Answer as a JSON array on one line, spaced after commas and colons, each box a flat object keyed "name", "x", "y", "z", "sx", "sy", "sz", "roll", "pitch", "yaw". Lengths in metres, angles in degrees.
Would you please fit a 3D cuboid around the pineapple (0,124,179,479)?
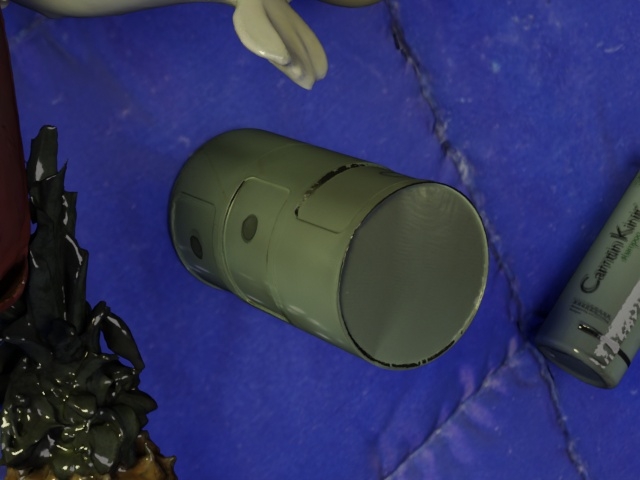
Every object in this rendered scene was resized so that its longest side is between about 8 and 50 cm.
[{"name": "pineapple", "x": -0.170, "y": 0.108, "z": 0.908, "sx": 0.165, "sy": 0.165, "sz": 0.364, "roll": -19, "pitch": 109, "yaw": -31}]

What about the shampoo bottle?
[{"name": "shampoo bottle", "x": 0.294, "y": 0.005, "z": 1.257, "sx": 0.085, "sy": 0.085, "sz": 0.262, "roll": 41, "pitch": 77, "yaw": -35}]

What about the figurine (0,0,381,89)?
[{"name": "figurine", "x": -0.049, "y": -0.201, "z": 0.891, "sx": 0.394, "sy": 0.274, "sz": 0.226, "roll": -3, "pitch": 147, "yaw": -51}]

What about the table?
[{"name": "table", "x": 0.000, "y": 0.000, "z": 0.963, "sx": 0.126, "sy": 0.220, "sz": 0.126, "roll": -11, "pitch": 109, "yaw": -33}]

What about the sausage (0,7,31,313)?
[{"name": "sausage", "x": -0.237, "y": -0.071, "z": 0.725, "sx": 0.152, "sy": 0.152, "sz": 0.279, "roll": -8, "pitch": 83, "yaw": -34}]
